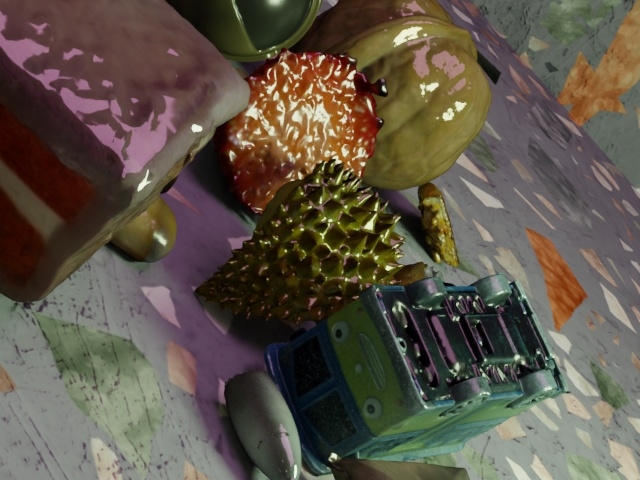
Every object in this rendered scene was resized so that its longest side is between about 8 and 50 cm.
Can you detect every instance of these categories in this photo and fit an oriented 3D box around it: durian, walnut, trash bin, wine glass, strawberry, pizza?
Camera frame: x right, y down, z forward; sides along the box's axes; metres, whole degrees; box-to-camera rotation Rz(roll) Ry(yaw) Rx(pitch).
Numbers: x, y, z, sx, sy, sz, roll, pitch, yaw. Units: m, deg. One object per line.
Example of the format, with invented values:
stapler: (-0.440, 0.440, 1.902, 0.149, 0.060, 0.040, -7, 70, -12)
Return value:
durian: (0.000, 0.000, 1.821, 0.172, 0.166, 0.306, 54, 32, -17)
walnut: (0.101, -0.220, 2.334, 0.285, 0.285, 0.296, 15, 44, -55)
trash bin: (-0.095, -0.368, 2.294, 0.214, 0.214, 0.334, 45, 16, -6)
wine glass: (-0.038, 0.212, 1.556, 0.066, 0.066, 0.198, 26, 27, -44)
strawberry: (-0.049, -0.146, 2.019, 0.234, 0.234, 0.178, 33, -2, -33)
pizza: (0.168, -0.022, 2.374, 0.178, 0.041, 0.131, -101, 174, -86)

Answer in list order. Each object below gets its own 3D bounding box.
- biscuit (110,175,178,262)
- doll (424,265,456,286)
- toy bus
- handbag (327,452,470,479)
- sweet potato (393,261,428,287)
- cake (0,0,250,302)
biscuit: (-0.264, -0.117, 1.712, 0.291, 0.062, 0.237, 37, 24, -22)
doll: (0.152, 0.094, 2.132, 0.096, 0.070, 0.195, 54, 23, -28)
toy bus: (0.109, 0.140, 1.748, 0.312, 0.190, 0.152, 2, 61, -55)
handbag: (0.125, 0.321, 1.597, 0.182, 0.117, 0.270, 5, 44, -42)
sweet potato: (0.090, 0.100, 2.002, 0.075, 0.075, 0.269, 40, 32, -18)
cake: (-0.259, -0.135, 1.447, 0.309, 0.237, 0.230, 46, 38, 1)
